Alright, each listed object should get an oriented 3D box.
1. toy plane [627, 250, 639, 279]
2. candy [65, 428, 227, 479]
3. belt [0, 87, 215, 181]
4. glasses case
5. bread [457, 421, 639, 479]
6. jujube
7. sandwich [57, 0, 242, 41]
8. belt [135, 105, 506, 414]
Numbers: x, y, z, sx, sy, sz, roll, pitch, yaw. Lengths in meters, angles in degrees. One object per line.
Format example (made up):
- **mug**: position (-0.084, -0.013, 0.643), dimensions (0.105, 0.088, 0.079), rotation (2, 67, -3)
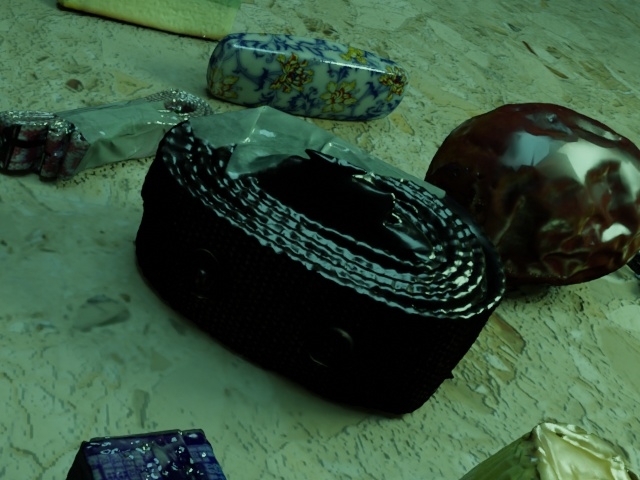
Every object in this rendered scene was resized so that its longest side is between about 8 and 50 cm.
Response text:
- **toy plane**: position (0.347, -0.009, 1.125), dimensions (0.078, 0.053, 0.197), rotation (-13, 46, -35)
- **candy**: position (-0.044, 0.227, 0.467), dimensions (0.088, 0.061, 0.312), rotation (3, 38, -35)
- **belt**: position (-0.187, -0.098, 0.875), dimensions (0.071, 0.053, 0.232), rotation (41, 34, 24)
- **glasses case**: position (-0.011, -0.189, 1.106), dimensions (0.247, 0.087, 0.065), rotation (5, 48, -31)
- **bread**: position (0.155, 0.212, 0.587), dimensions (0.132, 0.114, 0.191), rotation (21, 38, -26)
- **jujube**: position (0.217, -0.046, 0.957), dimensions (0.243, 0.183, 0.183), rotation (0, 39, -33)
- **sandwich**: position (-0.225, -0.326, 1.147), dimensions (0.220, 0.108, 0.186), rotation (38, 33, 16)
- **belt**: position (0.000, 0.000, 0.749), dimensions (0.289, 0.164, 0.184), rotation (26, 39, 2)
